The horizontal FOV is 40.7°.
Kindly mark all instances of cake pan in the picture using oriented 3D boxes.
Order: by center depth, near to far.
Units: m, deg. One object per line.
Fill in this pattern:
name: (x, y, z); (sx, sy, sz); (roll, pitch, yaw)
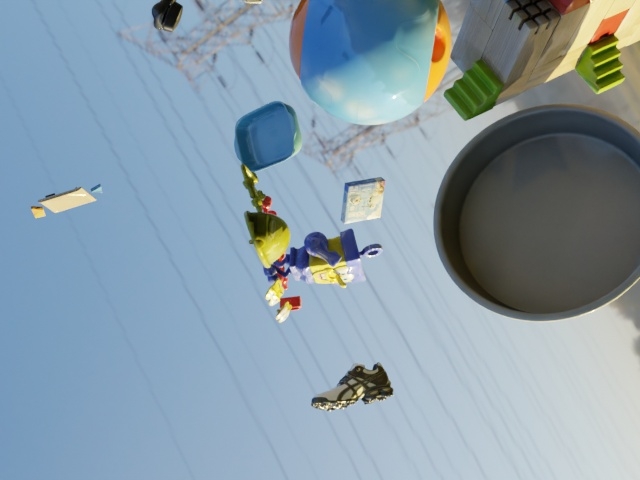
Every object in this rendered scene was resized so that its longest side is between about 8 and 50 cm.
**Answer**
cake pan: (0.290, -0.032, 1.100); (0.054, 0.293, 0.293); (39, -153, -57)

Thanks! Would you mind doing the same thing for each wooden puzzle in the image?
wooden puzzle: (-0.380, -0.062, 1.292); (0.078, 0.116, 0.014); (98, 156, -78)

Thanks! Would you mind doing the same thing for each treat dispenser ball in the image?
treat dispenser ball: (0.088, -0.349, 1.531); (0.288, 0.288, 0.288); (49, -159, -26)

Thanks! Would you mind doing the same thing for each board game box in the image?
board game box: (0.089, -0.084, 1.809); (0.090, 0.090, 0.020); (-11, -145, -26)

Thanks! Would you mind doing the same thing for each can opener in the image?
can opener: (-0.351, -0.585, 2.052); (0.073, 0.186, 0.059); (18, 174, -9)

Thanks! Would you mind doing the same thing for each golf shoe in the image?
golf shoe: (0.063, 0.322, 1.909); (0.198, 0.077, 0.094); (-5, -107, -28)

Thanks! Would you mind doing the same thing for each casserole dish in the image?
casserole dish: (-0.096, -0.197, 1.646); (0.037, 0.188, 0.114); (-11, -93, -42)

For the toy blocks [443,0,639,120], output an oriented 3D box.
toy blocks: (0.330, -0.328, 1.061); (0.191, 0.381, 0.261); (55, 158, 21)

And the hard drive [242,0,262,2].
hard drive: (-0.139, -0.578, 1.714); (0.307, 0.040, 0.203); (-114, 26, -72)

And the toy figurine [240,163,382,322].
toy figurine: (0.000, 0.000, 1.549); (0.362, 0.217, 0.191); (74, -170, -62)
